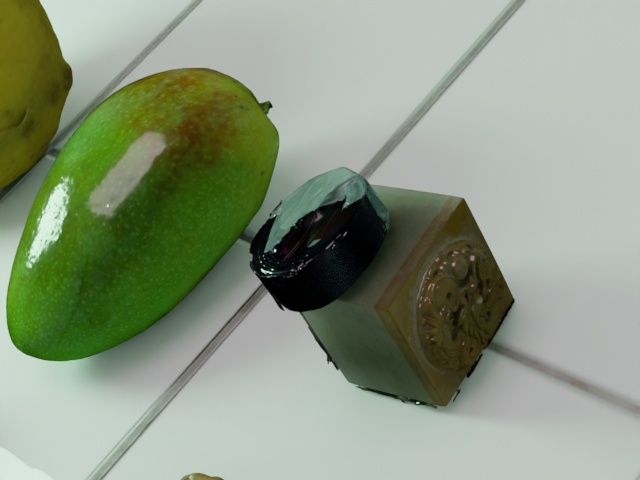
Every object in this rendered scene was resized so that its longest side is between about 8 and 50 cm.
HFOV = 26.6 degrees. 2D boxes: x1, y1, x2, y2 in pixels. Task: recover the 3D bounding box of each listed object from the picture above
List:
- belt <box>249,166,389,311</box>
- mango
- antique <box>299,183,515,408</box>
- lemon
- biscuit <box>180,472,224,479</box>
[{"bbox_3d":[0.000,0.000,1.194,0.140,0.058,0.105,-50,37,-17],"label":"belt"},{"bbox_3d":[-0.206,-0.029,1.477,0.225,0.201,0.382,38,84,25],"label":"mango"},{"bbox_3d":[0.083,0.052,1.249,0.148,0.152,0.147,8,53,40],"label":"antique"},{"bbox_3d":[-0.503,-0.208,1.734,0.350,0.350,0.387,-53,16,-23],"label":"lemon"},{"bbox_3d":[-0.119,0.320,1.194,0.184,0.035,0.249,-30,41,3],"label":"biscuit"}]
